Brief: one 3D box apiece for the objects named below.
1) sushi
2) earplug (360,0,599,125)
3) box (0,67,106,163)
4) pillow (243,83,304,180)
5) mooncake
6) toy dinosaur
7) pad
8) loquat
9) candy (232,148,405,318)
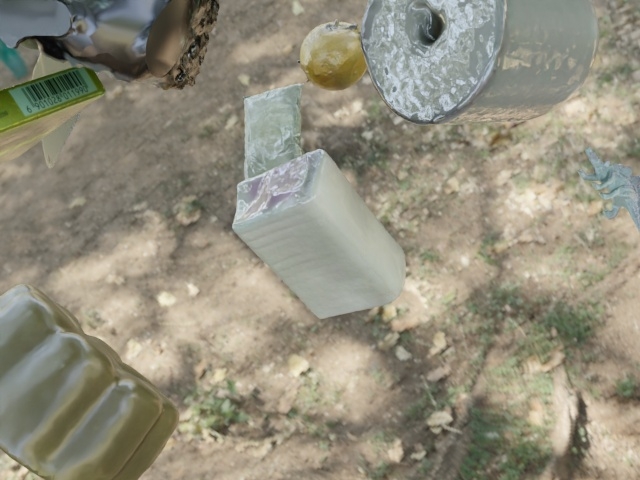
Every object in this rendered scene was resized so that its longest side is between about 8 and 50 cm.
[{"bbox_3d":[-0.238,-0.327,0.902,0.328,0.328,0.285,22,98,13],"label":"sushi"},{"bbox_3d":[0.313,-0.364,1.574,0.312,0.394,0.313,8,101,46],"label":"earplug"},{"bbox_3d":[-0.367,-0.089,0.863,0.173,0.043,0.311,-26,9,33],"label":"box"},{"bbox_3d":[-0.099,-0.218,1.832,0.148,0.050,0.230,-10,65,21],"label":"pillow"},{"bbox_3d":[-0.412,0.241,1.423,0.201,0.378,0.378,-51,43,-7],"label":"mooncake"},{"bbox_3d":[0.515,-0.073,1.483,0.082,0.039,0.209,-28,85,-1],"label":"toy dinosaur"},{"bbox_3d":[-0.497,-0.356,1.749,0.375,0.063,0.315,-40,61,49],"label":"pad"},{"bbox_3d":[0.042,-0.440,2.053,0.204,0.172,0.149,-33,62,30],"label":"loquat"},{"bbox_3d":[0.002,0.001,1.730,0.208,0.359,0.145,-20,43,24],"label":"candy"}]
